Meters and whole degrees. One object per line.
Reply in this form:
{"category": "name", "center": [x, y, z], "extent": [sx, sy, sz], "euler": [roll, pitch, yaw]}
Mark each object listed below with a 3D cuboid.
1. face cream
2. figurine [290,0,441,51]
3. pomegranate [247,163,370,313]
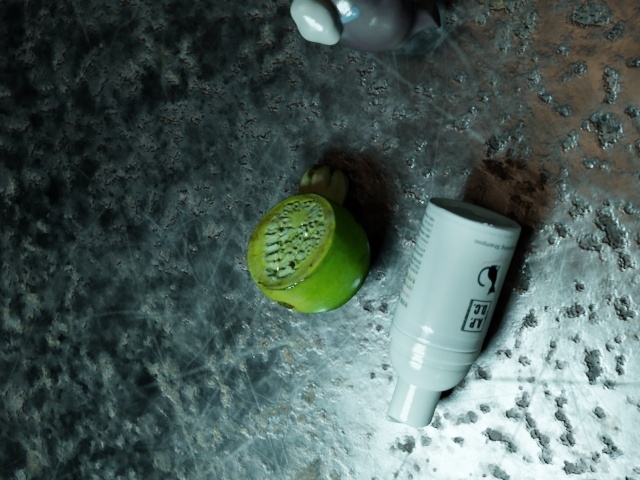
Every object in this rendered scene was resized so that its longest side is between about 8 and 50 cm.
{"category": "face cream", "center": [0.180, 0.131, 1.521], "extent": [0.145, 0.145, 0.370], "euler": [22, 105, 28]}
{"category": "figurine", "center": [0.139, -0.423, 1.477], "extent": [0.365, 0.218, 0.206], "euler": [-31, 51, 25]}
{"category": "pomegranate", "center": [-0.010, 0.010, 1.629], "extent": [0.190, 0.159, 0.241], "euler": [-35, 48, 20]}
